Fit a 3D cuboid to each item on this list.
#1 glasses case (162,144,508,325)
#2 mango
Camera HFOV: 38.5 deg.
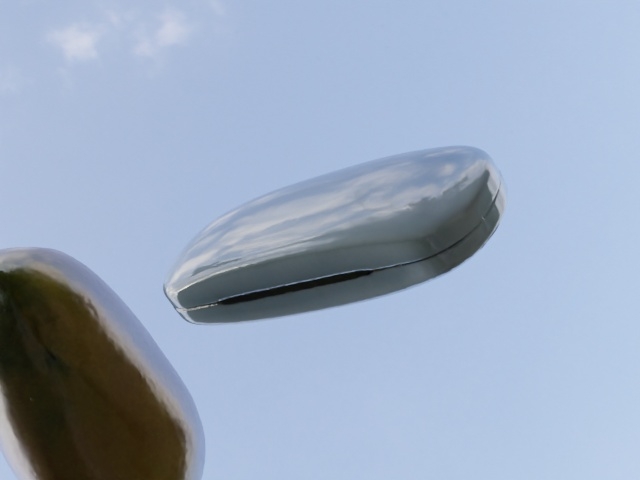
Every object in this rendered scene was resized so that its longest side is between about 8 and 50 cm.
[{"bbox_3d":[0.000,0.000,0.414,0.045,0.178,0.067,57,-138,-24],"label":"glasses case"},{"bbox_3d":[-0.179,0.110,0.682,0.139,0.175,0.254,-33,-65,-25],"label":"mango"}]
